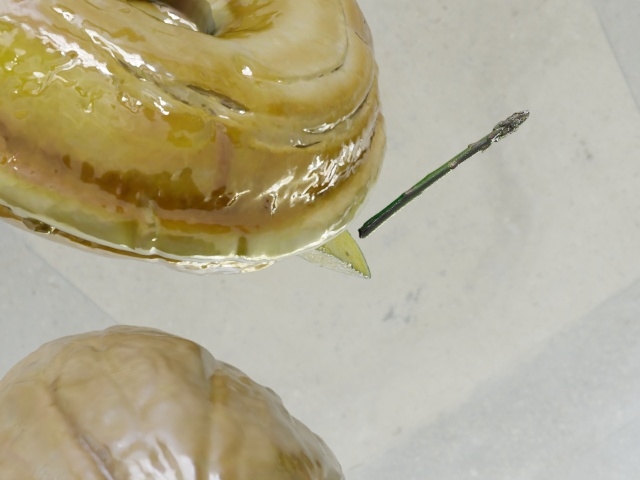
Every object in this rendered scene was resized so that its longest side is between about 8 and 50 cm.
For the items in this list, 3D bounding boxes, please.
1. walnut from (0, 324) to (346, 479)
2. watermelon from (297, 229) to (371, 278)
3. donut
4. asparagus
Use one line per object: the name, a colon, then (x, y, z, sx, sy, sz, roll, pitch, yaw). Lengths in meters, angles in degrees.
walnut: (-0.115, 0.197, 0.668, 0.277, 0.313, 0.252, 32, 81, -14)
watermelon: (0.001, -0.010, 1.357, 0.181, 0.092, 0.075, 29, 78, -49)
donut: (-0.143, -0.156, 0.847, 0.449, 0.448, 0.198, 6, 136, -26)
asparagus: (0.094, -0.052, 0.783, 0.166, 0.013, 0.016, -37, 144, 14)
